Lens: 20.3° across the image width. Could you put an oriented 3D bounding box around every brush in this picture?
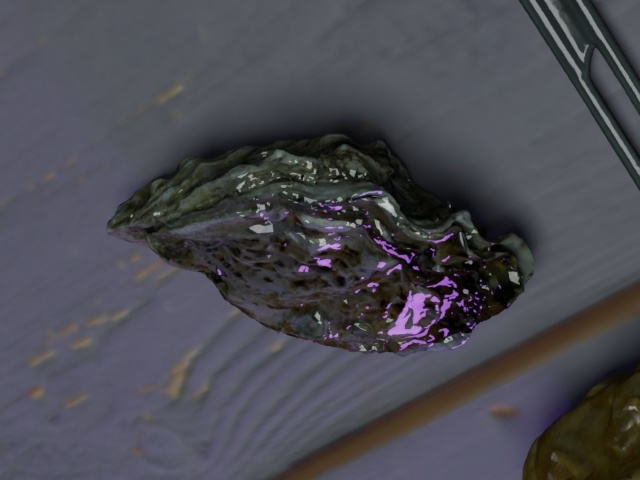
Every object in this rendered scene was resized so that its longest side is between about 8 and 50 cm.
[{"bbox_3d":[0.085,-0.110,0.720,0.062,0.027,0.266,-29,104,26],"label":"brush"}]

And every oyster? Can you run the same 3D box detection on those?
[{"bbox_3d":[0.000,0.000,0.782,0.177,0.064,0.125,22,134,-7],"label":"oyster"}]

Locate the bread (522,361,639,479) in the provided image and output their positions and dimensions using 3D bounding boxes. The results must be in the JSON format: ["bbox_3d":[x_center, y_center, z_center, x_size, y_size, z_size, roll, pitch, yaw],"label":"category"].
[{"bbox_3d":[0.228,0.027,0.715,0.367,0.084,0.077,-39,139,26],"label":"bread"}]
